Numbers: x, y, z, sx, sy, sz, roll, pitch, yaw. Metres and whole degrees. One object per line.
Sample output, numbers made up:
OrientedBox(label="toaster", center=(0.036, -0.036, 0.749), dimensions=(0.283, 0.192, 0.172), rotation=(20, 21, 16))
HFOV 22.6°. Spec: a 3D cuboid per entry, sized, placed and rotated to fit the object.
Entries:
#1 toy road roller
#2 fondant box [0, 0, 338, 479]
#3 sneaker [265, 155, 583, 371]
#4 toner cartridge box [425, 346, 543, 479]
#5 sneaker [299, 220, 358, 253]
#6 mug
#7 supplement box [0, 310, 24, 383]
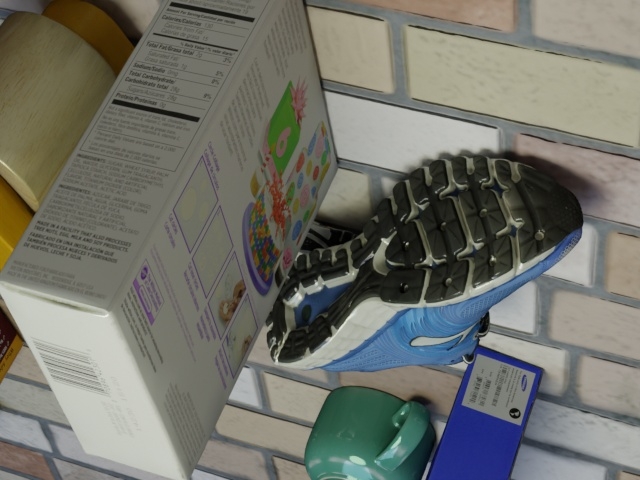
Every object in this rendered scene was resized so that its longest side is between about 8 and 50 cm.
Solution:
OrientedBox(label="toy road roller", center=(-0.246, -0.047, 1.415), dimensions=(0.241, 0.202, 0.329), rotation=(12, 149, 39))
OrientedBox(label="fondant box", center=(-0.100, -0.018, 1.225), dimensions=(0.096, 0.330, 0.238), rotation=(14, 147, 20))
OrientedBox(label="sneaker", center=(0.102, 0.030, 1.382), dimensions=(0.147, 0.129, 0.330), rotation=(16, 150, -38))
OrientedBox(label="toner cartridge box", center=(0.139, 0.265, 1.638), dimensions=(0.075, 0.165, 0.348), rotation=(20, 149, 7))
OrientedBox(label="sneaker", center=(0.000, 0.000, 1.471), dimensions=(0.109, 0.040, 0.044), rotation=(27, -179, -17))
OrientedBox(label="mug", center=(0.047, 0.225, 1.702), dimensions=(0.129, 0.097, 0.157), rotation=(16, 147, 14))
OrientedBox(label="supplement box", center=(-0.467, 0.126, 1.813), dimensions=(0.129, 0.191, 0.194), rotation=(7, 144, 26))
